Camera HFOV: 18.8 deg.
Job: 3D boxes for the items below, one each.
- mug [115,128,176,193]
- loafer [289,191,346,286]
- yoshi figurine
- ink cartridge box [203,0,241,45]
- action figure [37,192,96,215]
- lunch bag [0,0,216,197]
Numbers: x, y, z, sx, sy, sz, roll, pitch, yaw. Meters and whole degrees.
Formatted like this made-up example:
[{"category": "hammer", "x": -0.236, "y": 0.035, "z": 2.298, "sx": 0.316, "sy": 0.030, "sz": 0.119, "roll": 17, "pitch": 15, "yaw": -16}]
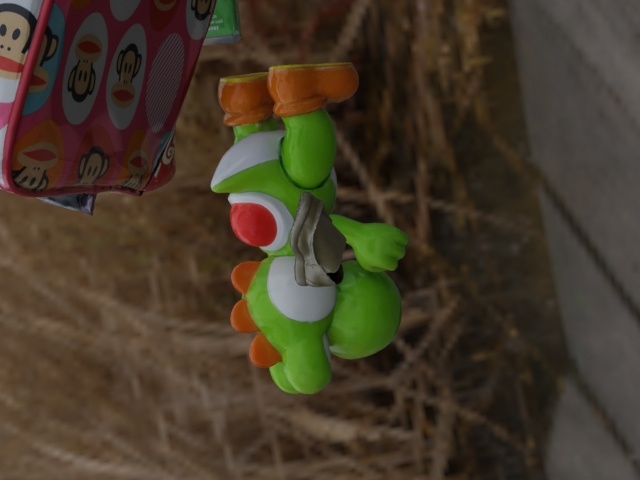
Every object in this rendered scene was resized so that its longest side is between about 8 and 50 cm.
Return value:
[{"category": "mug", "x": -0.224, "y": -0.157, "z": 2.115, "sx": 0.150, "sy": 0.113, "sz": 0.169, "roll": 23, "pitch": 129, "yaw": 17}, {"category": "loafer", "x": 0.000, "y": 0.000, "z": 1.910, "sx": 0.148, "sy": 0.050, "sz": 0.056, "roll": 84, "pitch": -163, "yaw": -63}, {"category": "yoshi figurine", "x": 0.000, "y": -0.014, "z": 2.150, "sx": 0.203, "sy": 0.203, "sz": 0.362, "roll": -16, "pitch": -79, "yaw": -81}, {"category": "ink cartridge box", "x": -0.155, "y": -0.278, "z": 1.735, "sx": 0.087, "sy": 0.153, "sz": 0.208, "roll": -96, "pitch": 1, "yaw": -89}, {"category": "action figure", "x": -0.400, "y": -0.106, "z": 2.274, "sx": 0.099, "sy": 0.285, "sz": 0.185, "roll": -105, "pitch": 25, "yaw": -80}, {"category": "lunch bag", "x": -0.146, "y": -0.158, "z": 1.156, "sx": 0.293, "sy": 0.120, "sz": 0.258, "roll": 1, "pitch": -74, "yaw": -77}]
